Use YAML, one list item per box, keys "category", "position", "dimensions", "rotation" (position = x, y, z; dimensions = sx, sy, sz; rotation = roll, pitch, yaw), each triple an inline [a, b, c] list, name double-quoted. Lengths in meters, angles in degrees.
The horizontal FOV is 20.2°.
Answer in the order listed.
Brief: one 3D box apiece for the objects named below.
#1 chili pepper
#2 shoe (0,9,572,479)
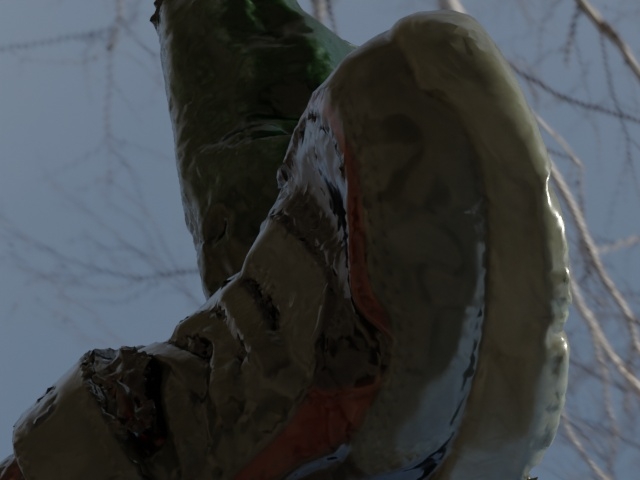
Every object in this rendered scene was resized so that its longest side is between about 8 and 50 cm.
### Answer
- category: "chili pepper"
  position: [0.000, 0.000, 0.674]
  dimensions: [0.099, 0.136, 0.270]
  rotation: [-38, -151, 18]
- category: "shoe"
  position: [-0.029, 0.048, 0.411]
  dimensions: [0.099, 0.125, 0.227]
  rotation: [-114, -145, -59]
